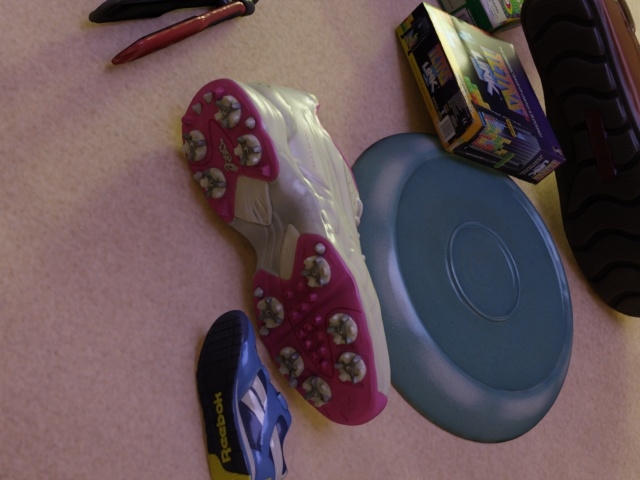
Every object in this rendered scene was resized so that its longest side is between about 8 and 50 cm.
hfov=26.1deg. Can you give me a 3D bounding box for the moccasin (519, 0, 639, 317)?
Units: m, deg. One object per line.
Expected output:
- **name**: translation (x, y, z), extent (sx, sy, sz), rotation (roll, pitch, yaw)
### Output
- **moccasin**: translation (0.314, -0.103, 1.479), extent (0.147, 0.139, 0.380), rotation (-26, 97, -54)

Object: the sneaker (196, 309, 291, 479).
- **sneaker**: translation (-0.057, 0.126, 1.072), extent (0.059, 0.053, 0.144), rotation (5, 75, -42)

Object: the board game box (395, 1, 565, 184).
- **board game box**: translation (0.162, -0.149, 1.400), extent (0.141, 0.048, 0.170), rotation (15, 44, -39)

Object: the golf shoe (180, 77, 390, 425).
- **golf shoe**: translation (0.000, 0.000, 1.151), extent (0.140, 0.115, 0.306), rotation (-17, 83, -51)

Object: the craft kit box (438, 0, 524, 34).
- **craft kit box**: translation (0.187, -0.360, 1.563), extent (0.246, 0.061, 0.250), rotation (-26, 89, -51)

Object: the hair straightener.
- **hair straightener**: translation (-0.117, -0.222, 1.193), extent (0.230, 0.047, 0.089), rotation (-33, 94, -48)

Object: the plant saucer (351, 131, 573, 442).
- **plant saucer**: translation (0.146, 0.035, 1.327), extent (0.317, 0.043, 0.318), rotation (23, 55, -36)
